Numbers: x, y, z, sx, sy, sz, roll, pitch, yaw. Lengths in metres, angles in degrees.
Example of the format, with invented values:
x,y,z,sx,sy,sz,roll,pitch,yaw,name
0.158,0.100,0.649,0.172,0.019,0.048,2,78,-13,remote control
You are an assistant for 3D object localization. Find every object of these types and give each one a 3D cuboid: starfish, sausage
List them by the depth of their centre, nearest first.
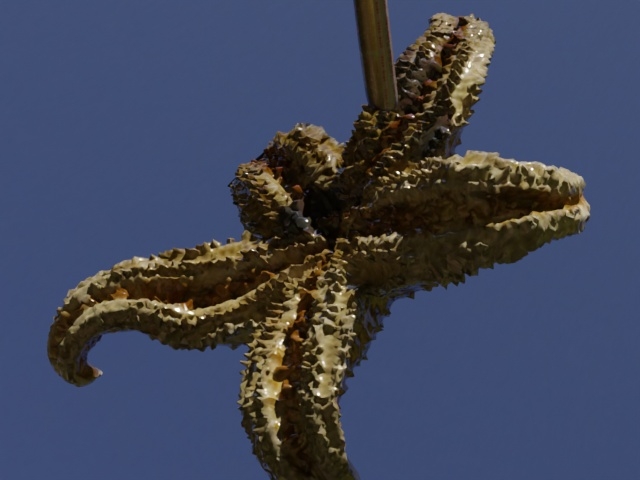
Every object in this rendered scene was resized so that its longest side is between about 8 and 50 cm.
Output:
x,y,z,sx,sy,sz,roll,pitch,yaw,name
0.022,-0.094,0.810,0.015,0.015,0.100,3,-51,15,sausage
-0.001,0.003,1.043,0.312,0.303,0.113,-37,-59,-3,starfish
